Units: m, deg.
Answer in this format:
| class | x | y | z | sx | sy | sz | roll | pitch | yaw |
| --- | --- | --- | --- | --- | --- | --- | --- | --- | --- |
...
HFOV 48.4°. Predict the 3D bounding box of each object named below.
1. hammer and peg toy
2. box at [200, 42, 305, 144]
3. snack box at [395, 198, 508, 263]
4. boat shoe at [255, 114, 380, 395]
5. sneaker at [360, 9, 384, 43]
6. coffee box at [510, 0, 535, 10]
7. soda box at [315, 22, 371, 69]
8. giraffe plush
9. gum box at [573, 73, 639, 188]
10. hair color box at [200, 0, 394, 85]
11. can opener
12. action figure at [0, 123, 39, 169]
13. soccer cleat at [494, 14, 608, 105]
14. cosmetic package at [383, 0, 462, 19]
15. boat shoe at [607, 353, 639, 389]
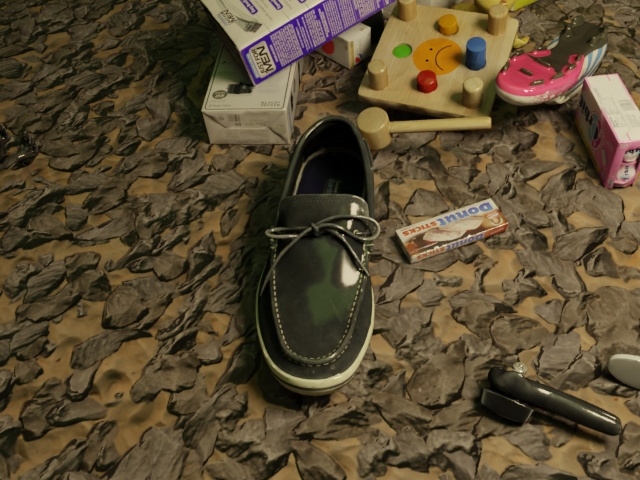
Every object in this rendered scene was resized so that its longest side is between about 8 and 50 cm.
| class | x | y | z | sx | sy | sz | roll | pitch | yaw |
| --- | --- | --- | --- | --- | --- | --- | --- | --- | --- |
| hammer and peg toy | 0.216 | -0.300 | 1.353 | 0.266 | 0.127 | 0.361 | 14 | 65 | 17 |
| box | -0.127 | -0.323 | 1.441 | 0.169 | 0.087 | 0.290 | 0 | 50 | 6 |
| snack box | 0.219 | -0.017 | 1.189 | 0.178 | 0.022 | 0.064 | -19 | 49 | -9 |
| boat shoe | 0.000 | 0.000 | 1.113 | 0.187 | 0.156 | 0.500 | 4 | 52 | 7 |
| sneaker | 0.069 | -0.570 | 1.569 | 0.090 | 0.270 | 0.145 | -25 | 16 | 18 |
| coffee box | 0.472 | -0.786 | 1.606 | 0.337 | 0.338 | 0.334 | -28 | 54 | -17 |
| soda box | 0.010 | -0.457 | 1.548 | 0.069 | 0.074 | 0.216 | -38 | 56 | -25 |
| giraffe plush | 0.341 | -0.478 | 1.469 | 0.181 | 0.170 | 0.210 | -33 | 54 | -21 |
| gum box | 0.512 | -0.191 | 1.250 | 0.062 | 0.107 | 0.188 | -6 | 49 | 1 |
| hair color box | -0.039 | -0.467 | 1.376 | 0.339 | 0.110 | 0.185 | -31 | 58 | -5 |
| can opener | 0.314 | 0.219 | 0.968 | 0.186 | 0.073 | 0.059 | 16 | 14 | 14 |
| action figure | -0.652 | -0.111 | 1.284 | 0.164 | 0.141 | 0.276 | 27 | 55 | 12 |
| soccer cleat | 0.428 | -0.294 | 1.313 | 0.116 | 0.143 | 0.331 | 34 | 51 | 28 |
| cosmetic package | 0.227 | -0.658 | 1.505 | 0.155 | 0.365 | 0.197 | 28 | 57 | 26 |
| boat shoe | 0.471 | 0.182 | 0.984 | 0.142 | 0.049 | 0.040 | 14 | 34 | 15 |
